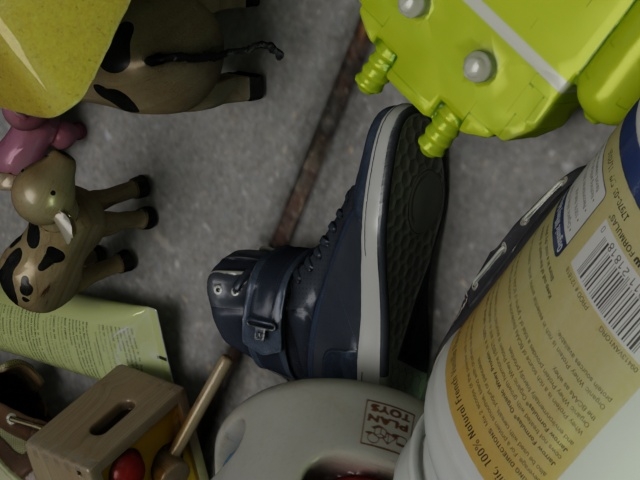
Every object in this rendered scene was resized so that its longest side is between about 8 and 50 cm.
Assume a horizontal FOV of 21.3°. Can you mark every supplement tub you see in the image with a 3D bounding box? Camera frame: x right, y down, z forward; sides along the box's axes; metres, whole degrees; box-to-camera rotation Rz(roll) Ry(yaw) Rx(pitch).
[{"bbox_3d":[0.198,0.077,0.942,0.228,0.228,0.316,49,127,19],"label":"supplement tub"}]

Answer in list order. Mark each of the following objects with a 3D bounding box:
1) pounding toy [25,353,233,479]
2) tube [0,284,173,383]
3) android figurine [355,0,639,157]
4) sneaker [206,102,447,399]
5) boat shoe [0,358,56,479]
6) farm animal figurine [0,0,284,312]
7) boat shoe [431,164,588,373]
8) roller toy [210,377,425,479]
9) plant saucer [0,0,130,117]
[{"bbox_3d":[-0.137,0.165,1.320,0.100,0.141,0.130,16,131,36],"label":"pounding toy"},{"bbox_3d":[-0.217,0.073,1.407,0.240,0.070,0.062,11,77,34],"label":"tube"},{"bbox_3d":[0.121,-0.175,1.037,0.248,0.056,0.273,49,119,19],"label":"android figurine"},{"bbox_3d":[-0.001,0.001,1.183,0.163,0.086,0.226,19,115,32],"label":"sneaker"},{"bbox_3d":[-0.267,0.146,1.446,0.257,0.095,0.095,30,95,44],"label":"boat shoe"},{"bbox_3d":[-0.186,-0.118,1.248,0.326,0.172,0.330,-12,94,41],"label":"farm animal figurine"},{"bbox_3d":[0.137,0.032,1.108,0.065,0.075,0.206,-89,25,-44],"label":"boat shoe"},{"bbox_3d":[0.015,0.189,1.145,0.209,0.146,0.191,-13,134,27],"label":"roller toy"},{"bbox_3d":[-0.220,-0.265,1.161,0.332,0.081,0.333,15,77,45],"label":"plant saucer"}]
